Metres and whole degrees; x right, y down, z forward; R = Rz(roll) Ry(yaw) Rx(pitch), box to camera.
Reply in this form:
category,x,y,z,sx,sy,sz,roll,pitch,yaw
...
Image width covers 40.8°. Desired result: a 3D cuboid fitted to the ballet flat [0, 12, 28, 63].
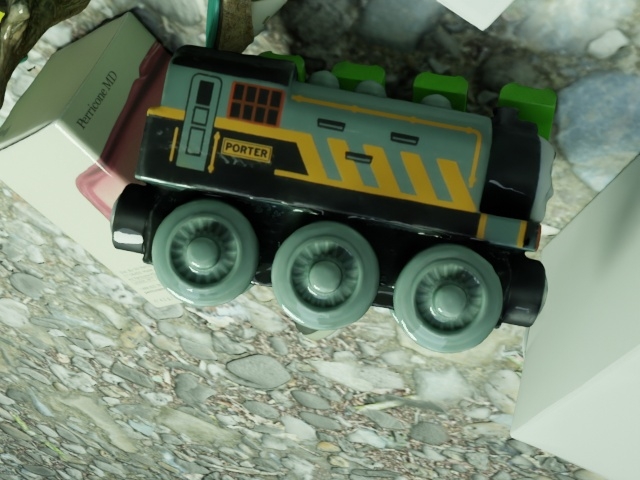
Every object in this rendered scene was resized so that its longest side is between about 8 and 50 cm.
category,x,y,z,sx,sy,sz,roll,pitch,yaw
ballet flat,-0.374,-0.211,0.799,0.231,0.077,0.077,7,122,14

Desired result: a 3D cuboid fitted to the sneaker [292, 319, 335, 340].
category,x,y,z,sx,sy,sz,roll,pitch,yaw
sneaker,0.000,0.000,0.800,0.118,0.083,0.222,30,133,-5

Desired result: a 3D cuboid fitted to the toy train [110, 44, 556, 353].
category,x,y,z,sx,sy,sz,roll,pitch,yaw
toy train,0.013,-0.031,0.649,0.334,0.190,0.142,10,180,2

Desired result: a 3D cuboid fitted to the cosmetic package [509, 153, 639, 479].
category,x,y,z,sx,sy,sz,roll,pitch,yaw
cosmetic package,0.305,0.024,0.639,0.156,0.217,0.385,23,147,-3

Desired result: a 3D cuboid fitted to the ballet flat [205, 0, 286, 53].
category,x,y,z,sx,sy,sz,roll,pitch,yaw
ballet flat,-0.054,-0.203,0.643,0.067,0.073,0.206,-1,150,-8

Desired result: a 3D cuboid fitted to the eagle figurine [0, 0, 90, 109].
category,x,y,z,sx,sy,sz,roll,pitch,yaw
eagle figurine,-0.348,-0.198,0.628,0.298,0.225,0.226,23,-177,-5

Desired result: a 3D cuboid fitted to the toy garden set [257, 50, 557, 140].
category,x,y,z,sx,sy,sz,roll,pitch,yaw
toy garden set,0.073,-0.077,0.767,0.244,0.049,0.204,11,142,13

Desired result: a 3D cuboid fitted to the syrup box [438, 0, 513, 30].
category,x,y,z,sx,sy,sz,roll,pitch,yaw
syrup box,0.133,-0.238,0.473,0.096,0.093,0.237,30,144,-13

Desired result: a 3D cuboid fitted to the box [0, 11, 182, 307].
category,x,y,z,sx,sy,sz,roll,pitch,yaw
box,-0.165,-0.067,0.809,0.127,0.149,0.232,-13,134,39
